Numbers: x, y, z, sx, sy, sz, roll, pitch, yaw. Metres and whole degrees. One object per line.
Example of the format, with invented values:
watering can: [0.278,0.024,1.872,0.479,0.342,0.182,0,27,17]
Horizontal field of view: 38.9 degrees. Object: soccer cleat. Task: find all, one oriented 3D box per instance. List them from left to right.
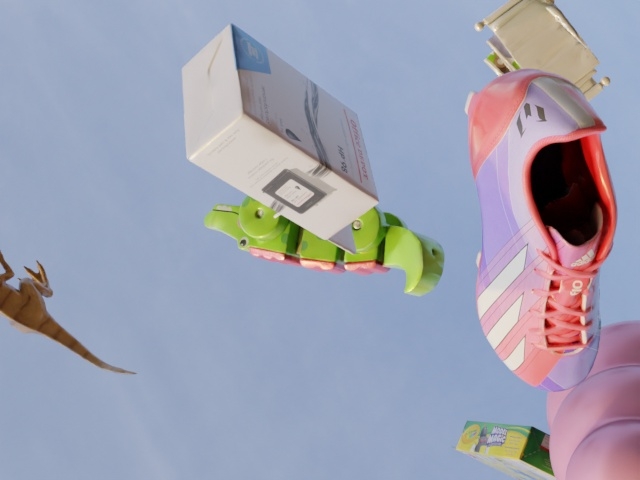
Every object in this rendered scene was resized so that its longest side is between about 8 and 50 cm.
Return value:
soccer cleat: [0.143,0.013,0.560,0.083,0.095,0.248,-21,-57,-9]

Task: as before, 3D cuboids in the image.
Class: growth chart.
growth chart: [0.359,-0.302,1.492,0.172,0.021,0.237,-30,-102,7]

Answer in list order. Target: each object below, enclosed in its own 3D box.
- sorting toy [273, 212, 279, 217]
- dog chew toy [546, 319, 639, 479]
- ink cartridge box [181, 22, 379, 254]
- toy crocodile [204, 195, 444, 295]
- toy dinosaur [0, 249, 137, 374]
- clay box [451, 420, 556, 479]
sorting toy: [-0.011,-0.040,0.987,0.083,0.075,0.045,6,-119,-46]
dog chew toy: [0.331,0.209,0.939,0.207,0.206,0.332,60,-156,-1]
ink cartridge box: [-0.018,-0.073,0.699,0.180,0.060,0.104,30,-144,-39]
toy crocodile: [0.000,0.000,1.185,0.115,0.340,0.105,21,-102,-64]
toy dinosaur: [-0.274,0.072,0.863,0.211,0.112,0.064,37,-86,-11]
clay box: [0.285,0.303,1.276,0.127,0.222,0.053,28,-104,-11]
